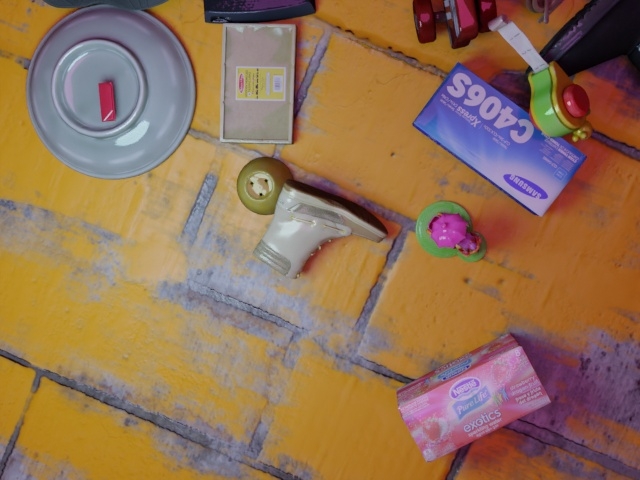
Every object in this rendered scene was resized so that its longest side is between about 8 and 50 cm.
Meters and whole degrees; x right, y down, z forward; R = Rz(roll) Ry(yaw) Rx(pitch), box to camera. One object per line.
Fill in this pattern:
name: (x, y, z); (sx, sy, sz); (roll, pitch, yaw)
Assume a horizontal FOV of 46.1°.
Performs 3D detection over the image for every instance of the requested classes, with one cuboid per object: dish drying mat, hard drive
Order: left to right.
dish drying mat: (-0.465, -0.302, 1.640); (0.032, 0.008, 0.083); (-4, 95, 5)
hard drive: (-0.142, -0.576, 1.672); (0.254, 0.054, 0.172); (-3, 94, 4)

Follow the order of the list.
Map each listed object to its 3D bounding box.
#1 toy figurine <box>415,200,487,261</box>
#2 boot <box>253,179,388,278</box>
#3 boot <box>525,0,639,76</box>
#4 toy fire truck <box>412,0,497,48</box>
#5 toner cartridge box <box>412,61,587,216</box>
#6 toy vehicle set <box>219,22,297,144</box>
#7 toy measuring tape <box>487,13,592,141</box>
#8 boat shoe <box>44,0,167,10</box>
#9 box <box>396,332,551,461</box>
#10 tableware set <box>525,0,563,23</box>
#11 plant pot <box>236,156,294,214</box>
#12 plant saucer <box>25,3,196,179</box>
toy figurine: (0.294, -0.007, 1.632); (0.173, 0.159, 0.130); (34, 96, 0)
boot: (0.000, 0.000, 1.687); (0.261, 0.095, 0.204); (21, 109, -18)
boot: (0.716, -0.334, 1.595); (0.367, 0.146, 0.445); (-44, 95, 8)
toy fire truck: (0.273, -0.548, 1.544); (0.169, 0.254, 0.302); (-9, 94, 5)
toner cartridge box: (0.388, -0.220, 1.651); (0.347, 0.075, 0.165); (36, 97, 1)
toy vehicle set: (-0.140, -0.352, 1.698); (0.165, 0.035, 0.267); (3, 95, 4)
toy measuring tape: (0.446, -0.309, 1.527); (0.330, 0.121, 0.121); (40, 97, -22)
boat shoe: (-0.469, -0.584, 1.667); (0.320, 0.118, 0.103); (-1, 58, 10)
box: (0.329, 0.343, 1.659); (0.299, 0.154, 0.142); (-28, 92, 7)
tableware set: (0.520, -0.558, 1.594); (0.194, 0.039, 0.128); (-45, 135, 8)
plant pot: (-0.130, -0.122, 1.686); (0.134, 0.095, 0.134); (0, 94, 5)
plant saucer: (-0.486, -0.338, 1.694); (0.400, 0.100, 0.401); (0, 94, 5)
